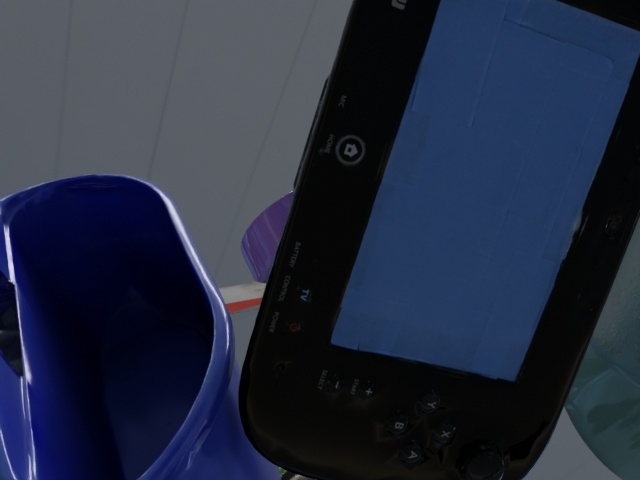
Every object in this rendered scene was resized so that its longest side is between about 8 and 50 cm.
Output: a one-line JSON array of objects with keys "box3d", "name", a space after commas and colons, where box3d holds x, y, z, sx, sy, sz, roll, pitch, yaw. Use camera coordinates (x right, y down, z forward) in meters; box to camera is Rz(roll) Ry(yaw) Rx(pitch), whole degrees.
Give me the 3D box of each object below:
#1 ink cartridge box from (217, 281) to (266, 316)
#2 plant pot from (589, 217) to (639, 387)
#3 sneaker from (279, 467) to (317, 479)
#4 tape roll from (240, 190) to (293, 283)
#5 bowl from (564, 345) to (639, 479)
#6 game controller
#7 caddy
[{"box3d": [-0.114, 0.078, 1.081, 0.232, 0.189, 0.066, -24, -100, 29], "name": "ink cartridge box"}, {"box3d": [0.378, 0.031, 0.701, 0.247, 0.252, 0.247, 17, -59, -2], "name": "plant pot"}, {"box3d": [0.017, 0.400, 0.614, 0.202, 0.483, 0.185, -22, -44, 22], "name": "sneaker"}, {"box3d": [0.000, 0.000, 1.429, 0.090, 0.274, 0.275, 61, -36, 24], "name": "tape roll"}, {"box3d": [0.466, 0.149, 0.980, 0.311, 0.312, 0.163, 24, -34, 0], "name": "bowl"}, {"box3d": [0.073, -0.026, 0.376, 0.166, 0.067, 0.319, 12, -78, -24], "name": "game controller"}, {"box3d": [-0.167, 0.083, 0.456, 0.241, 0.341, 0.179, -25, -55, -10], "name": "caddy"}]
